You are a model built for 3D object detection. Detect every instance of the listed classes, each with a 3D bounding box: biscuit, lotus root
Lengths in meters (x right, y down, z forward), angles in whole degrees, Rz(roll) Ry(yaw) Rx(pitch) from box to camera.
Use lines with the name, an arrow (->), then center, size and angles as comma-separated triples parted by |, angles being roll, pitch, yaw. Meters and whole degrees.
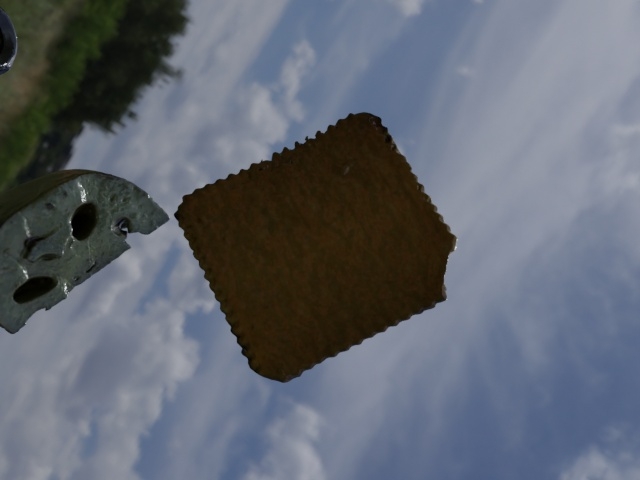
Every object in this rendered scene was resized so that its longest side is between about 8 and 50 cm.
biscuit -> 0.000, 0.000, 1.153 | 0.232, 0.013, 0.237 | -26, -120, -7
lotus root -> -0.303, -0.005, 1.379 | 0.235, 0.138, 0.119 | -33, -153, -26

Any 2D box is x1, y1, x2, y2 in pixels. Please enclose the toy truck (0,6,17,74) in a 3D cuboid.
toy truck -> -0.365, -0.217, 1.009 | 0.147, 0.165, 0.224 | -12, -96, 29
